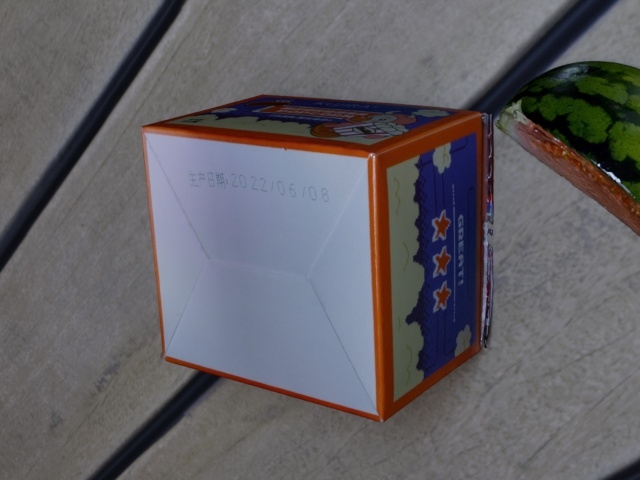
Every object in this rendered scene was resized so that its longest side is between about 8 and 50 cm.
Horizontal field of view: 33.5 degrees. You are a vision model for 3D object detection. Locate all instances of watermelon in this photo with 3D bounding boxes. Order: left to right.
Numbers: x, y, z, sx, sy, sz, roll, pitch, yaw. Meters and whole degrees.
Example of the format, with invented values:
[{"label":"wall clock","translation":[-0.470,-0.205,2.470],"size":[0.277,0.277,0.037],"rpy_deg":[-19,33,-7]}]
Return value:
[{"label":"watermelon","translation":[0.315,-0.084,1.124],"size":[0.303,0.128,0.159],"rpy_deg":[41,126,18]}]

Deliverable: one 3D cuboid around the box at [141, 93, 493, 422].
[{"label":"box","translation":[0.000,0.000,1.309],"size":[0.349,0.257,0.318],"rpy_deg":[9,109,35]}]
